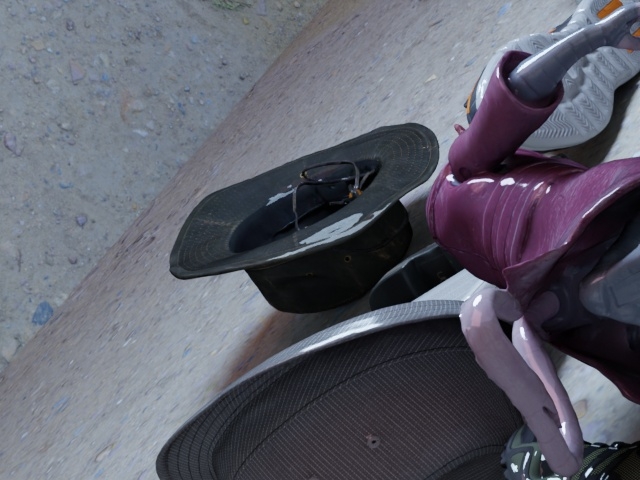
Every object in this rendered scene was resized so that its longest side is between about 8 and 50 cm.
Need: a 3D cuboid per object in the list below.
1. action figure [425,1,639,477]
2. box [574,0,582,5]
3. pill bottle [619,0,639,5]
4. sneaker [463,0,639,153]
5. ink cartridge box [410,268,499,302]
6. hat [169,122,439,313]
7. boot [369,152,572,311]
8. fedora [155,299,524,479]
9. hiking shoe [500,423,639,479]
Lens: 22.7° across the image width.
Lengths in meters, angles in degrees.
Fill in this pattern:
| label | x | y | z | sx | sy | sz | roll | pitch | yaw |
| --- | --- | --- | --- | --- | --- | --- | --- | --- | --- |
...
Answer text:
| label | x | y | z | sx | sy | sz | roll | pitch | yaw |
| --- | --- | --- | --- | --- | --- | --- | --- | --- | --- |
| action figure | 0.158 | 0.016 | 1.006 | 0.276 | 0.248 | 0.370 | -36 | 26 | -13 |
| box | 0.346 | -0.416 | 1.971 | 0.182 | 0.181 | 0.119 | -45 | 14 | -8 |
| pill bottle | 0.370 | -0.331 | 1.808 | 0.184 | 0.103 | 0.103 | -49 | 15 | -25 |
| sneaker | 0.209 | -0.131 | 1.630 | 0.180 | 0.124 | 0.321 | -39 | -4 | 40 |
| ink cartridge box | 0.040 | 0.122 | 1.293 | 0.296 | 0.066 | 0.261 | -35 | 2 | 43 |
| hat | 0.000 | 0.000 | 1.790 | 0.331 | 0.134 | 0.331 | -22 | 23 | 10 |
| boot | 0.175 | -0.019 | 1.452 | 0.263 | 0.091 | 0.229 | -20 | 17 | 43 |
| fedora | 0.037 | 0.162 | 1.082 | 0.275 | 0.244 | 0.124 | -31 | 54 | 11 |
| hiking shoe | 0.179 | 0.157 | 0.929 | 0.114 | 0.086 | 0.227 | -28 | 20 | 5 |
